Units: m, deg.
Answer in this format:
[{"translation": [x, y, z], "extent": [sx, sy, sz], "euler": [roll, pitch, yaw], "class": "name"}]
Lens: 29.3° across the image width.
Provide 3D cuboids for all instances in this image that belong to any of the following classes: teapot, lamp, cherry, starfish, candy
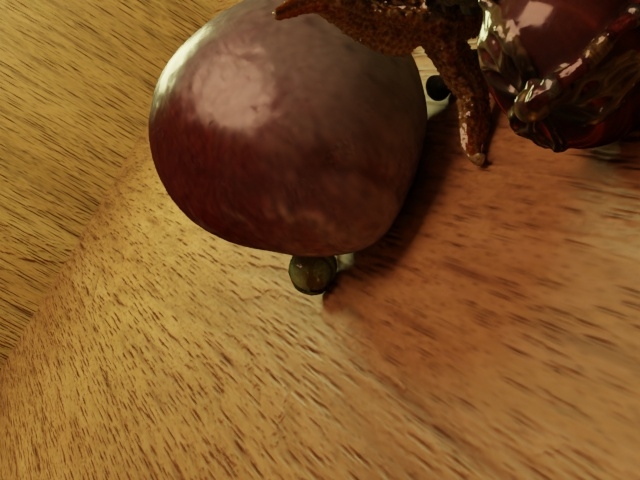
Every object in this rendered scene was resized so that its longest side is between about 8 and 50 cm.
[{"translation": [0.152, -0.181, 1.367], "extent": [0.042, 0.043, 0.111], "euler": [-63, 14, -14], "class": "teapot"}, {"translation": [0.217, -0.153, 1.009], "extent": [0.223, 0.151, 0.215], "euler": [-24, 1, -28], "class": "lamp"}, {"translation": [-0.019, -0.134, 1.390], "extent": [0.335, 0.291, 0.326], "euler": [13, 51, 47], "class": "cherry"}, {"translation": [0.092, -0.268, 1.246], "extent": [0.084, 0.294, 0.301], "euler": [-28, 34, 61], "class": "starfish"}, {"translation": [0.000, 0.000, 1.485], "extent": [0.061, 0.061, 0.202], "euler": [-50, 12, 27], "class": "candy"}]

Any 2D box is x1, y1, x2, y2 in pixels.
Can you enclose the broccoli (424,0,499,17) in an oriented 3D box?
[{"translation": [0.219, -0.346, 1.106], "extent": [0.334, 0.324, 0.272], "euler": [-36, 52, 53], "class": "broccoli"}]
